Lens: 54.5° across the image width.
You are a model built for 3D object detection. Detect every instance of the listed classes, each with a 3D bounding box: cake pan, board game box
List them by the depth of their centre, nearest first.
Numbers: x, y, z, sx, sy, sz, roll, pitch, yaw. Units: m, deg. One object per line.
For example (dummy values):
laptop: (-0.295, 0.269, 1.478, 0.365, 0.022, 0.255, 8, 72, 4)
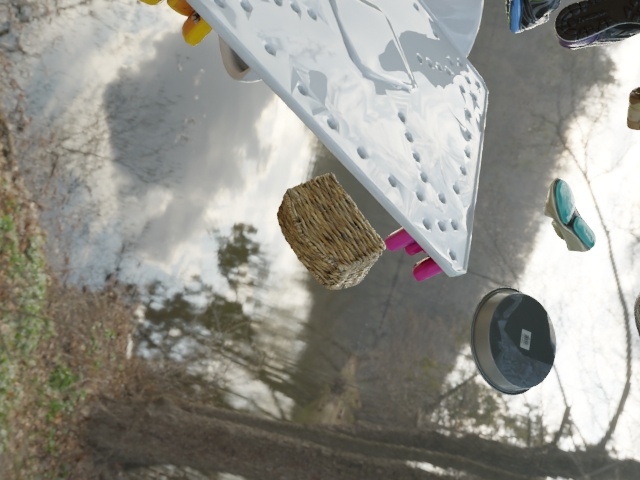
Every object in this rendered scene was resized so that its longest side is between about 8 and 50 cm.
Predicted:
board game box: (0.039, -0.204, 0.669, 0.050, 0.390, 0.389, -30, -154, 36)
cake pan: (0.527, 0.267, 1.667, 0.054, 0.293, 0.293, -19, -135, 59)

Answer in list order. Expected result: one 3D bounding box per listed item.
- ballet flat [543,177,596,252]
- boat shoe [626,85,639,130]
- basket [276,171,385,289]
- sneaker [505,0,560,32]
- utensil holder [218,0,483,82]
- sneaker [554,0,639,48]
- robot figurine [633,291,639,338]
ballet flat: (0.605, -0.058, 1.551, 0.248, 0.086, 0.086, 50, 46, -29)
boat shoe: (0.943, -0.313, 1.530, 0.121, 0.341, 0.110, -50, 140, -40)
basket: (0.000, 0.000, 1.781, 0.214, 0.299, 0.223, -26, 163, -29)
sneaker: (0.313, -0.371, 0.896, 0.188, 0.078, 0.067, 50, 31, -72)
utensil holder: (0.044, -0.434, 1.107, 0.328, 0.386, 0.327, 178, -90, -66)
sneaker: (0.665, -0.490, 1.360, 0.124, 0.284, 0.107, 7, 79, -67)
robot figurine: (0.785, 0.195, 1.341, 0.278, 0.174, 0.209, -64, 169, -57)
